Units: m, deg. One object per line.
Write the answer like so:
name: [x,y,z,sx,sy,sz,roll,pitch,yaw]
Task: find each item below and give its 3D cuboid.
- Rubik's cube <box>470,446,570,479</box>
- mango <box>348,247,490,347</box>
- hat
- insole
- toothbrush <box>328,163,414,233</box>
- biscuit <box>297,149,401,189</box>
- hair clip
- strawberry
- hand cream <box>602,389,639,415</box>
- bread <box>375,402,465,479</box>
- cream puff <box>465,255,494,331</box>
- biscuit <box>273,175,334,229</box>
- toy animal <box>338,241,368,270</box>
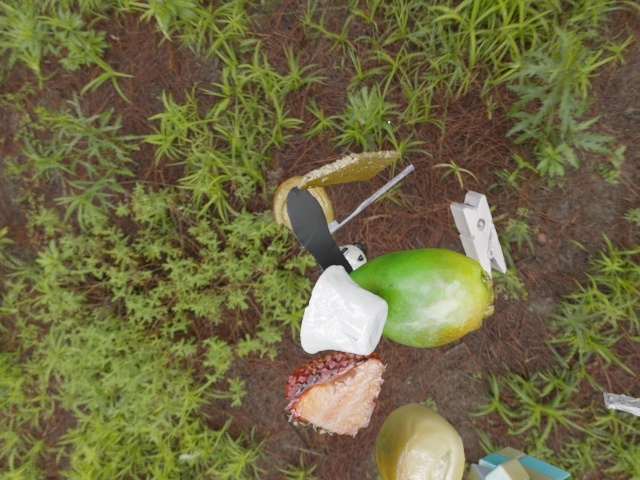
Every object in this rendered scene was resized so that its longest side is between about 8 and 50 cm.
Rubik's cube: [0.363,0.534,0.861,0.224,0.213,0.265,5,90,48]
mango: [0.191,0.126,1.050,0.381,0.225,0.201,-6,146,42]
hat: [0.059,0.156,0.930,0.126,0.203,0.203,17,107,22]
insole: [0.000,0.000,1.302,0.119,0.009,0.348,-45,119,-25]
toothbrush: [0.151,-0.130,1.471,0.354,0.024,0.029,-38,79,4]
biscuit: [0.067,-0.166,1.062,0.131,0.236,0.026,-36,72,50]
hair clip: [0.484,0.003,1.415,0.101,0.085,0.331,-36,121,-9]
strawberry: [0.026,0.389,1.276,0.253,0.150,0.280,9,113,-14]
hand cream: [0.819,0.391,1.096,0.257,0.084,0.050,-8,100,31]
bread: [0.342,0.779,1.676,0.253,0.376,0.348,18,85,-7]
cream puff: [0.330,0.142,1.215,0.244,0.244,0.196,-7,88,10]
biscuit: [-0.073,-0.129,1.706,0.274,0.091,0.213,17,116,41]
toy animal: [0.110,0.079,1.783,0.138,0.179,0.166,25,94,-1]
